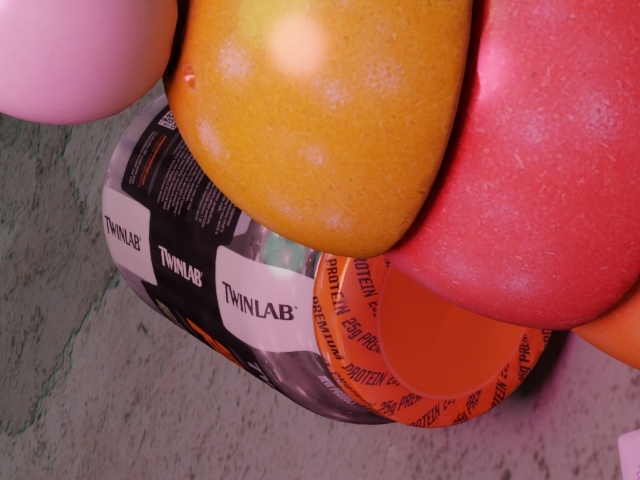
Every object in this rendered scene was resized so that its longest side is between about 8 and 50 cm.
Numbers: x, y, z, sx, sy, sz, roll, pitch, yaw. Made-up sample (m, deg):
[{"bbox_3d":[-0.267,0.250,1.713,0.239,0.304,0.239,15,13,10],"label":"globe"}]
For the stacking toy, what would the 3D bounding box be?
[{"bbox_3d":[0.049,-0.088,0.746,0.350,0.480,0.350,-178,90,-71],"label":"stacking toy"}]

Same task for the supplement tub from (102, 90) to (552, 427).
[{"bbox_3d":[0.000,0.000,1.090,0.338,0.207,0.207,24,99,59],"label":"supplement tub"}]

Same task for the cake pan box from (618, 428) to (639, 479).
[{"bbox_3d":[0.280,0.084,0.572,0.267,0.246,0.070,-29,55,50],"label":"cake pan box"}]
